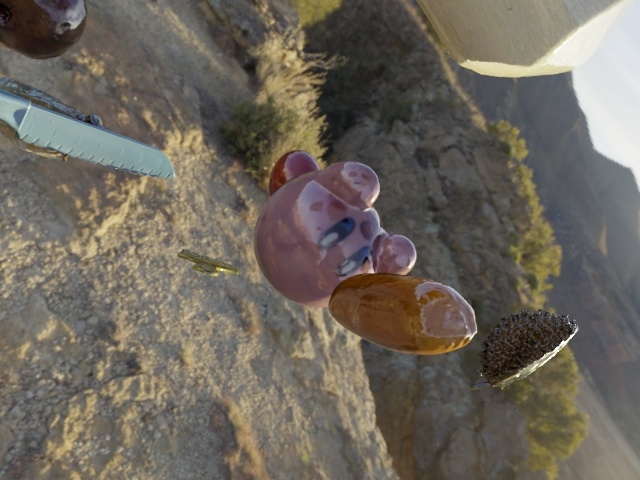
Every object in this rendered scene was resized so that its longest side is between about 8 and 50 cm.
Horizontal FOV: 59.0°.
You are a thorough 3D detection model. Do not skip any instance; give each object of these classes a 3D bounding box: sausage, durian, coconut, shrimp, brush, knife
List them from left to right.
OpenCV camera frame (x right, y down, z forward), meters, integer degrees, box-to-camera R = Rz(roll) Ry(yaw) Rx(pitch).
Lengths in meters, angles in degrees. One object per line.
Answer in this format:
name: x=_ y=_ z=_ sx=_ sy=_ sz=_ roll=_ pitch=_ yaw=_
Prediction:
knife: x=-0.270 y=-0.110 z=0.532 sx=0.313 sy=0.044 sz=0.019 roll=17 pitch=25 yaw=-42
shrimp: x=-0.609 y=-0.244 z=1.247 sx=0.110 sy=0.446 sz=0.221 roll=-54 pitch=149 yaw=-30
brush: x=-0.139 y=0.031 z=0.699 sx=0.083 sy=0.011 sz=0.205 roll=19 pitch=-2 yaw=-10
sausage: x=0.086 y=0.082 z=0.661 sx=0.098 sy=0.098 sz=0.238 roll=52 pitch=-17 yaw=-16
durian: x=0.295 y=0.161 z=0.862 sx=0.091 sy=0.188 sz=0.148 roll=51 pitch=1 yaw=21
coconut: x=0.223 y=-0.294 z=0.599 sx=0.266 sy=0.237 sz=0.237 roll=42 pitch=26 yaw=-35

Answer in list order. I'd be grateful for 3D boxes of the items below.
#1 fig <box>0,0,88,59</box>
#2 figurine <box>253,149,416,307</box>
fig: x=-0.409 y=-0.339 z=0.749 sx=0.170 sy=0.145 sz=0.274 roll=20 pitch=21 yaw=-39
figurine: x=-0.007 y=0.002 z=0.931 sx=0.269 sy=0.211 sz=0.261 roll=61 pitch=-18 yaw=-18
